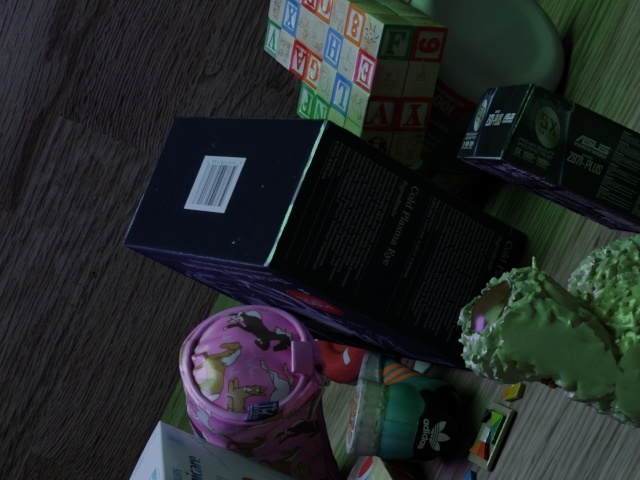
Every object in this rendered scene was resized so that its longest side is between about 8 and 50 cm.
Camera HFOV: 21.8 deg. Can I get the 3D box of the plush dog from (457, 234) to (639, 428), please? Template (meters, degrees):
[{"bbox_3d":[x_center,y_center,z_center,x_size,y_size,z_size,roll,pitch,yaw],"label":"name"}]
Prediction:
[{"bbox_3d":[0.261,0.061,1.291,0.262,0.210,0.225,-34,4,13],"label":"plush dog"}]

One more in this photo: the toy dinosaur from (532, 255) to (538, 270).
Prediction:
[{"bbox_3d":[0.232,0.086,1.639,0.092,0.053,0.183,-49,21,6],"label":"toy dinosaur"}]

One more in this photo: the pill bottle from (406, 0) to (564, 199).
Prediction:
[{"bbox_3d":[0.139,-0.160,2.130,0.363,0.210,0.210,-53,17,50],"label":"pill bottle"}]

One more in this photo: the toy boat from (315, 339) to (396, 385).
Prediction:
[{"bbox_3d":[0.044,0.087,2.211,0.231,0.151,0.151,-55,15,43],"label":"toy boat"}]

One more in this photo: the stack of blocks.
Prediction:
[{"bbox_3d":[0.031,-0.224,2.012,0.297,0.087,0.171,45,130,54],"label":"stack of blocks"}]

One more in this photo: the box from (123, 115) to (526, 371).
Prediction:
[{"bbox_3d":[0.000,0.000,1.938,0.343,0.313,0.178,7,73,57],"label":"box"}]

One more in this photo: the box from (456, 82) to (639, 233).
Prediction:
[{"bbox_3d":[0.238,-0.076,1.558,0.077,0.180,0.147,-66,11,-1],"label":"box"}]

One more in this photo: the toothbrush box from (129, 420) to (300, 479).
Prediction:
[{"bbox_3d":[-0.071,0.341,1.849,0.216,0.296,0.126,-114,48,-76],"label":"toothbrush box"}]

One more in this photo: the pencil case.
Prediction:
[{"bbox_3d":[-0.066,0.236,2.051,0.160,0.167,0.386,-36,-29,-18],"label":"pencil case"}]

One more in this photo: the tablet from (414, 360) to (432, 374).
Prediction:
[{"bbox_3d":[0.132,0.137,2.075,0.054,0.006,0.083,-53,17,48],"label":"tablet"}]

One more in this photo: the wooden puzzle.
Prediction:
[{"bbox_3d":[0.175,0.200,1.719,0.078,0.014,0.116,162,130,-76],"label":"wooden puzzle"}]

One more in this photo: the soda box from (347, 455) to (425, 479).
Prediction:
[{"bbox_3d":[0.080,0.283,1.879,0.061,0.058,0.181,-65,10,6],"label":"soda box"}]

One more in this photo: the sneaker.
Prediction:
[{"bbox_3d":[0.095,0.196,1.875,0.302,0.121,0.108,-68,-10,-84],"label":"sneaker"}]
